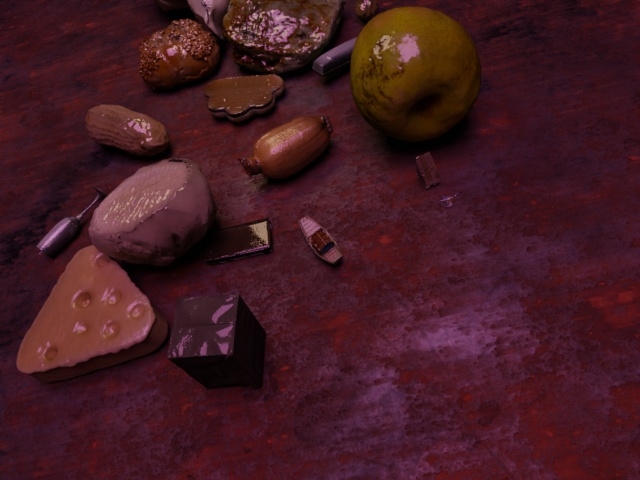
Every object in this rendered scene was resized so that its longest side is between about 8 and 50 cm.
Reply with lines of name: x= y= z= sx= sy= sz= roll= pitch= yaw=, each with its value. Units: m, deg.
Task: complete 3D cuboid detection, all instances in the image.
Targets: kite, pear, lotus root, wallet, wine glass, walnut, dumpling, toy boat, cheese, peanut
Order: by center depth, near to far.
cheese: x=-0.572 y=0.210 z=1.418 sx=0.384 sy=0.104 sz=0.383 roll=-6 pitch=57 yaw=10
toy boat: x=0.000 y=0.000 z=1.441 sx=0.065 sy=0.066 sz=0.172 roll=-36 pitch=57 yaw=-6
kite: x=0.355 y=-0.119 z=1.470 sx=0.044 sy=0.002 sz=0.078 roll=29 pitch=70 yaw=26
pear: x=0.258 y=-0.479 z=1.509 sx=0.391 sy=0.391 sz=0.390 roll=-6 pitch=58 yaw=9
wallet: x=-0.235 y=0.003 z=1.513 sx=0.198 sy=0.031 sz=0.110 roll=-12 pitch=58 yaw=6
lotus root: x=-0.095 y=-0.276 z=1.592 sx=0.303 sy=0.130 sz=0.146 roll=-31 pitch=59 yaw=-10
wine glass: x=-0.766 y=-0.053 z=1.647 sx=0.074 sy=0.074 sz=0.262 roll=30 pitch=70 yaw=27
peanut: x=-0.636 y=-0.364 z=1.764 sx=0.313 sy=0.152 sz=0.152 roll=17 pitch=64 yaw=22
toy boat: x=0.088 y=-0.621 z=1.801 sx=0.261 sy=0.085 sz=0.078 roll=-35 pitch=58 yaw=-22
walnut: x=0.165 y=-0.829 z=1.904 sx=0.092 sy=0.092 sz=0.092 roll=-6 pitch=58 yaw=9
dumpling: x=-0.395 y=-0.852 z=1.958 sx=0.175 sy=0.227 sz=0.243 roll=15 pitch=81 yaw=20

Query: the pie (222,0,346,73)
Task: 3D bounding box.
pie: x=-0.123 y=-0.762 z=1.871 sx=0.418 sy=0.180 sz=0.395 roll=0 pitch=59 yaw=7

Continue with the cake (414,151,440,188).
cake: x=0.293 y=-0.197 z=1.462 sx=0.052 sy=0.121 sz=0.065 roll=-29 pitch=65 yaw=3

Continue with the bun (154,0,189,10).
bun: x=-0.559 y=-1.044 z=2.116 sx=0.365 sy=0.219 sz=0.365 roll=5 pitch=53 yaw=-6

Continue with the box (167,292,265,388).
box: x=-0.231 y=0.244 z=1.245 sx=0.149 sy=0.231 sz=0.155 roll=-5 pitch=59 yaw=10

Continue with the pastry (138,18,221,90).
pastry: x=-0.520 y=-0.681 z=1.920 sx=0.311 sy=0.162 sz=0.255 roll=-21 pitch=59 yaw=1

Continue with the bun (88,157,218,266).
bun: x=-0.446 y=-0.063 z=1.490 sx=0.360 sy=0.211 sz=0.359 roll=-16 pitch=40 yaw=14

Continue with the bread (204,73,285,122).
bread: x=-0.266 y=-0.476 z=1.796 sx=0.287 sy=0.056 sz=0.207 roll=1 pitch=56 yaw=14
